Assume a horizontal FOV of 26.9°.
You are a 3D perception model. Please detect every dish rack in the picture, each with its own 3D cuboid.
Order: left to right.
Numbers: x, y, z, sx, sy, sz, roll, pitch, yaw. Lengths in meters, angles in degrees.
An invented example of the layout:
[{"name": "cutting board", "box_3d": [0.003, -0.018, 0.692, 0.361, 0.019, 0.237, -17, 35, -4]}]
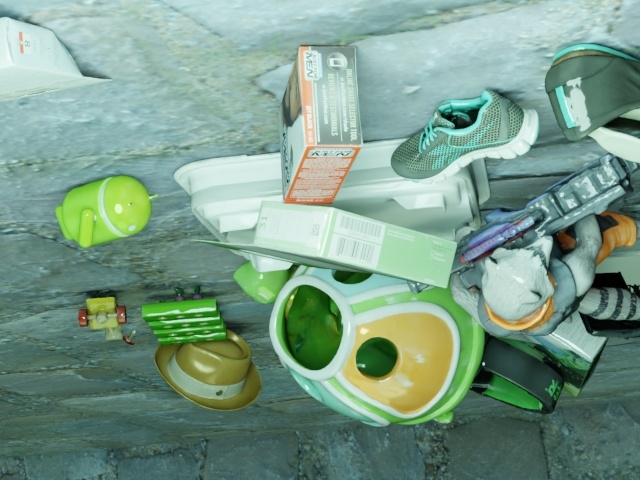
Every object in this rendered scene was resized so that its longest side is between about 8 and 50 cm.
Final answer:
[{"name": "dish rack", "box_3d": [0.024, -0.032, 1.506, 0.333, 0.072, 0.285, -7, 164, 9]}]

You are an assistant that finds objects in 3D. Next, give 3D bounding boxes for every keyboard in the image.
[{"name": "keyboard", "box_3d": [0.376, 0.091, 1.713, 0.100, 0.038, 0.192, -2, -159, 4]}]

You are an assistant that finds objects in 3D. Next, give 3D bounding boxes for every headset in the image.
[{"name": "headset", "box_3d": [0.150, 0.172, 1.936, 0.394, 0.185, 0.243, 24, 169, 17]}]

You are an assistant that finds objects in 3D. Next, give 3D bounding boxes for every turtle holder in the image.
[{"name": "turtle holder", "box_3d": [0.048, 0.087, 1.687, 0.227, 0.320, 0.243, 5, 135, -45]}]

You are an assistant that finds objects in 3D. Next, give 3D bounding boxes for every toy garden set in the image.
[{"name": "toy garden set", "box_3d": [-0.252, 0.116, 2.044, 0.204, 0.049, 0.244, -5, 166, -2]}]

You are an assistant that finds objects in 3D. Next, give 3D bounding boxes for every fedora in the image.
[{"name": "fedora", "box_3d": [-0.178, 0.198, 2.232, 0.194, 0.194, 0.079, 6, 125, -31]}]

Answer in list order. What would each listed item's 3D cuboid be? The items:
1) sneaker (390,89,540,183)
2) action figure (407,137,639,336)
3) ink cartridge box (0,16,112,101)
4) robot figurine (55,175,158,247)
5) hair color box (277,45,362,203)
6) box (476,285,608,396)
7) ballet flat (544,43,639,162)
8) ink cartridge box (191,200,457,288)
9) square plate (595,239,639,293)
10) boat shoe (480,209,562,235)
[{"name": "sneaker", "box_3d": [0.126, -0.107, 1.294, 0.166, 0.065, 0.076, -20, 142, 38]}, {"name": "action figure", "box_3d": [0.290, 0.019, 1.474, 0.341, 0.178, 0.330, -34, 166, 34]}, {"name": "ink cartridge box", "box_3d": [-0.275, -0.145, 1.112, 0.145, 0.045, 0.179, -9, -178, 17]}, {"name": "robot figurine", "box_3d": [-0.232, -0.033, 1.446, 0.115, 0.067, 0.101, -13, -171, 32]}, {"name": "hair color box", "box_3d": [-0.003, -0.099, 1.199, 0.053, 0.093, 0.167, -1, 164, -10]}, {"name": "box", "box_3d": [0.285, 0.113, 1.873, 0.232, 0.058, 0.322, 34, 173, 15]}, {"name": "ballet flat", "box_3d": [0.322, -0.109, 1.226, 0.280, 0.096, 0.095, 4, 163, -26]}, {"name": "ink cartridge box", "box_3d": [0.000, 0.000, 1.390, 0.171, 0.056, 0.235, 14, 178, -37]}, {"name": "square plate", "box_3d": [0.457, 0.052, 1.899, 0.344, 0.049, 0.347, -7, 159, 12]}, {"name": "boat shoe", "box_3d": [0.249, 0.009, 1.687, 0.226, 0.075, 0.083, 0, 164, -13]}]
